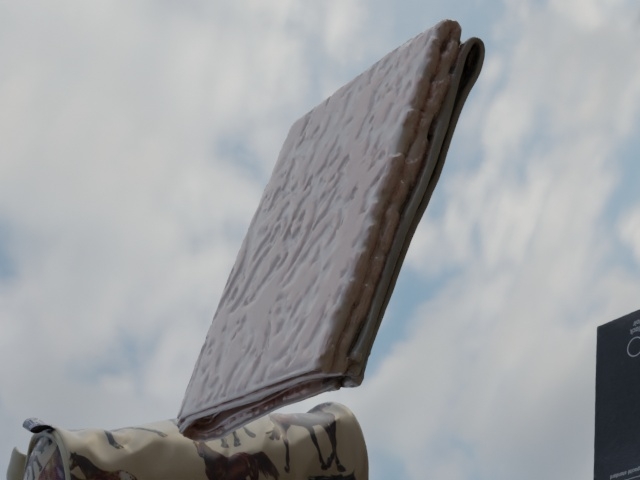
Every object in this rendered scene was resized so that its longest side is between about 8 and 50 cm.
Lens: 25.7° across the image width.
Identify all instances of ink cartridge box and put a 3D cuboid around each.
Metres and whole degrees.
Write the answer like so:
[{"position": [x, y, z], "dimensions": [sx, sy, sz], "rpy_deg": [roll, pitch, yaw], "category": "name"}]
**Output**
[{"position": [0.361, 0.216, 1.446], "dimensions": [0.065, 0.165, 0.332], "rpy_deg": [27, -128, -30], "category": "ink cartridge box"}]

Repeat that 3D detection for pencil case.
[{"position": [-0.141, 0.271, 1.596], "dimensions": [0.410, 0.183, 0.160], "rpy_deg": [0, -60, -31], "category": "pencil case"}]

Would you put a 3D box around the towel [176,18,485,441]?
[{"position": [0.000, 0.000, 1.190], "dimensions": [0.053, 0.317, 0.331], "rpy_deg": [29, -115, -17], "category": "towel"}]
